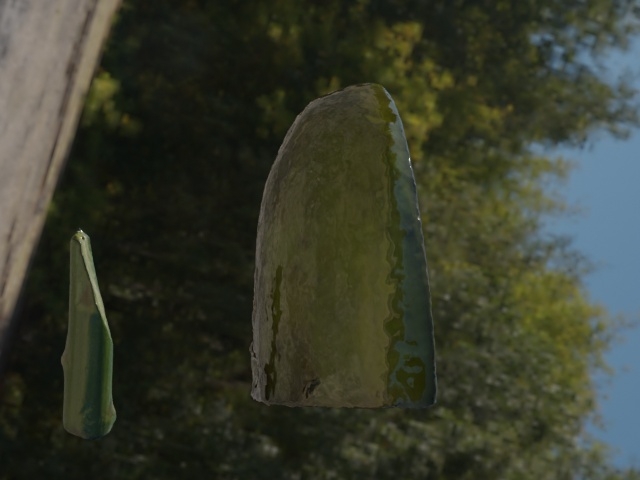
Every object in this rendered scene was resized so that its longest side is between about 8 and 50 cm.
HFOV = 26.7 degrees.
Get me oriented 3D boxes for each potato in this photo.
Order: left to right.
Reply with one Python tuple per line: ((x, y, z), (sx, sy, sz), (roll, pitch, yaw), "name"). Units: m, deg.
((0.000, 0.000, 1.081), (0.269, 0.112, 0.255), (171, -82, -74), "potato")

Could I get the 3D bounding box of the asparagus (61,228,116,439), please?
((-0.192, 0.078, 1.123), (0.045, 0.041, 0.178), (23, -64, 40), "asparagus")
